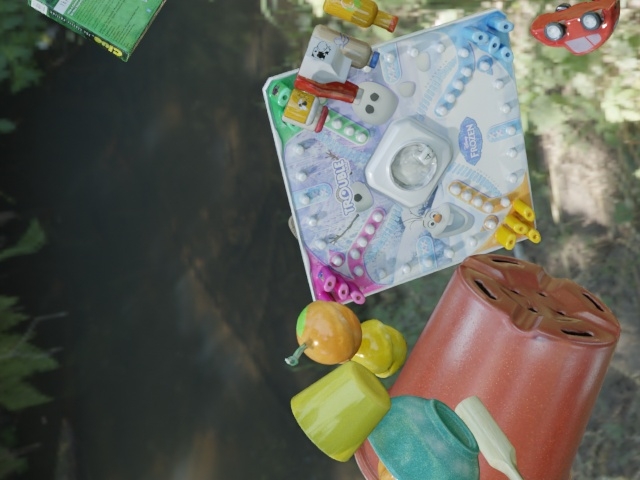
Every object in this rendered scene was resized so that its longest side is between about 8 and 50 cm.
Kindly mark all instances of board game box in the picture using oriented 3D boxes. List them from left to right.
[{"bbox_3d":[-0.229,-0.353,1.440,0.136,0.259,0.030,32,158,-8],"label":"board game box"},{"bbox_3d":[0.140,-0.112,1.803,0.050,0.390,0.389,-132,26,-61],"label":"board game box"}]

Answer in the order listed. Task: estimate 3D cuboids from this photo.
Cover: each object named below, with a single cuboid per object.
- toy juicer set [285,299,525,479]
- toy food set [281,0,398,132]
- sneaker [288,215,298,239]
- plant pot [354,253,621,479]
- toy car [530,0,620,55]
[{"bbox_3d":[0.083,0.176,1.103,0.089,0.329,0.209,-44,32,14],"label":"toy juicer set"},{"bbox_3d":[0.025,-0.227,1.615,0.111,0.105,0.232,117,172,-54],"label":"toy food set"},{"bbox_3d":[0.000,0.000,1.939,0.118,0.067,0.042,37,90,8],"label":"sneaker"},{"bbox_3d":[0.209,0.176,1.403,0.272,0.272,0.265,39,119,39],"label":"plant pot"},{"bbox_3d":[0.356,-0.235,1.222,0.053,0.239,0.225,64,180,-23],"label":"toy car"}]
